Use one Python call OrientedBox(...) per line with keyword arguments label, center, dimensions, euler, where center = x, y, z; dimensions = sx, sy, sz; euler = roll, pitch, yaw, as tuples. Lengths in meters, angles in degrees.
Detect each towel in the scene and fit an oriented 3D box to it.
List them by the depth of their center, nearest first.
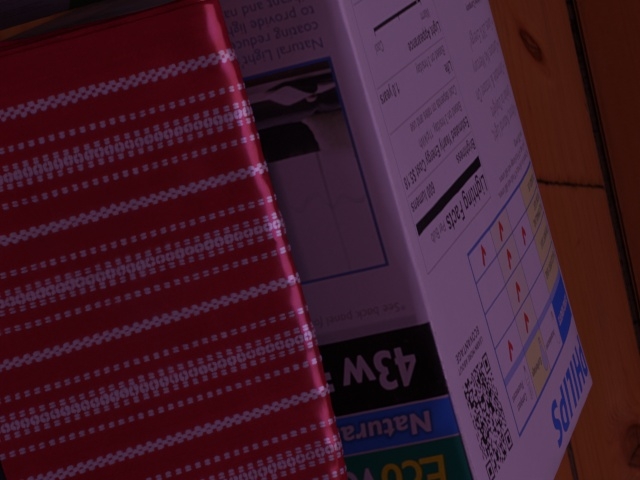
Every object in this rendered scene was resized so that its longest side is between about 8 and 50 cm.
OrientedBox(label="towel", center=(-0.109, 0.026, 0.947), dimensions=(0.031, 0.199, 0.275), euler=(-172, -114, -75))

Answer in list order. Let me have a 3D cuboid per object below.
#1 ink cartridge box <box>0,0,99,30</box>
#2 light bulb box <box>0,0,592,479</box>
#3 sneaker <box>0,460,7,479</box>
OrientedBox(label="ink cartridge box", center=(-0.175, -0.182, 0.910), dimensions=(0.212, 0.154, 0.093), euler=(23, 56, -66))
OrientedBox(label="light bulb box", center=(0.000, 0.000, 1.171), dimensions=(0.358, 0.225, 0.361), euler=(-45, 121, -68))
OrientedBox(label="sneaker", center=(-0.176, 0.149, 0.807), dimensions=(0.222, 0.083, 0.118), euler=(-63, 134, -62))
